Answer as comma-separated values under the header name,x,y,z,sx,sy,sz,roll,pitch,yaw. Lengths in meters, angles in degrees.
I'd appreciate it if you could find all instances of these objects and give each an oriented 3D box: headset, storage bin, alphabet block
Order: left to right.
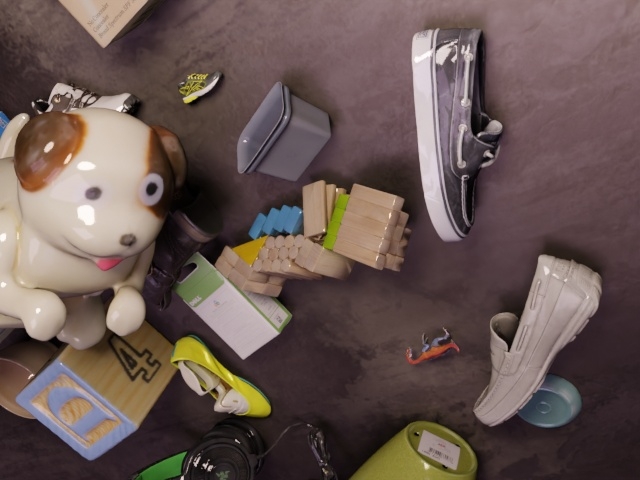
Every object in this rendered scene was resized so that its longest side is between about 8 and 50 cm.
name,x,y,z,sx,sy,sz,roll,pitch,yaw
alphabet block,-0.412,0.260,1.494,0.193,0.197,0.192,45,126,-12
headset,-0.172,0.448,1.504,0.395,0.243,0.185,-19,89,5
storage bin,-0.051,-0.152,1.146,0.091,0.098,0.135,19,133,-27

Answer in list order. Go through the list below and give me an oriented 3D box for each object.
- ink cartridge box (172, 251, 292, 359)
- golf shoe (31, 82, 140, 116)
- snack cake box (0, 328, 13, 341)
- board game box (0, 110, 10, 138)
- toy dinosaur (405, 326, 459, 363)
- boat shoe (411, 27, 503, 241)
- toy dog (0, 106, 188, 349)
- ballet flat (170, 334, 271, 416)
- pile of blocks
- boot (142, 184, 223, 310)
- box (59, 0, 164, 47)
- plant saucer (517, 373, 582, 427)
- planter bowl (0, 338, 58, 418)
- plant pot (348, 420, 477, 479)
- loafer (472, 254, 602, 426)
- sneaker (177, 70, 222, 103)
name,x,y,z,sx,sy,sz,roll,pitch,yaw
ink cartridge box,-0.162,0.097,1.366,0.209,0.062,0.109,46,127,-8
golf shoe,-0.377,-0.207,1.237,0.198,0.077,0.093,-14,116,27
snack cake box,-0.677,0.095,1.403,0.264,0.152,0.089,34,128,-4
board game box,-0.592,-0.035,1.432,0.302,0.086,0.308,-21,113,32
toy dinosaur,0.178,0.178,1.291,0.082,0.090,0.047,-35,90,4
boat shoe,0.192,-0.134,1.052,0.102,0.108,0.301,1,116,23
toy dog,-0.354,-0.035,1.138,0.285,0.395,0.408,15,152,-36
ballet flat,-0.194,0.277,1.495,0.231,0.077,0.077,45,126,-12
pile of blocks,0.000,0.000,1.230,0.362,0.148,0.113,-12,161,38
boot,-0.295,-0.031,1.287,0.263,0.091,0.229,51,126,4
box,-0.330,-0.429,1.037,0.311,0.121,0.148,46,127,-13
plant saucer,0.370,0.271,1.304,0.120,0.021,0.119,10,126,15
planter bowl,-0.597,0.270,1.628,0.162,0.109,0.162,10,126,14
plant pot,0.157,0.479,1.403,0.275,0.275,0.293,25,113,4
loafer,0.306,0.154,1.201,0.112,0.112,0.319,28,121,8
sneaker,-0.181,-0.233,1.170,0.083,0.031,0.035,-24,111,33
